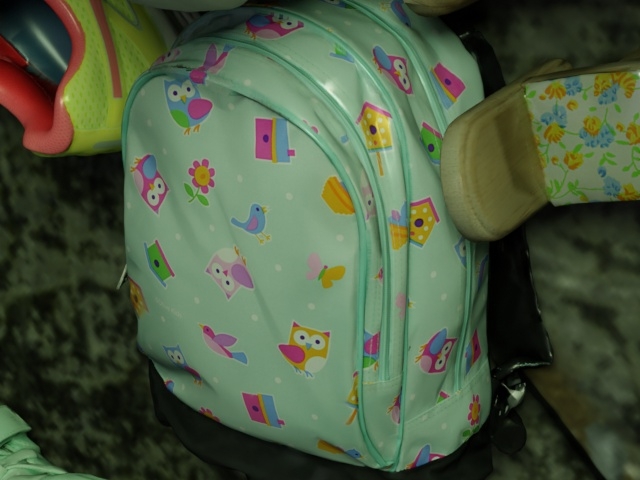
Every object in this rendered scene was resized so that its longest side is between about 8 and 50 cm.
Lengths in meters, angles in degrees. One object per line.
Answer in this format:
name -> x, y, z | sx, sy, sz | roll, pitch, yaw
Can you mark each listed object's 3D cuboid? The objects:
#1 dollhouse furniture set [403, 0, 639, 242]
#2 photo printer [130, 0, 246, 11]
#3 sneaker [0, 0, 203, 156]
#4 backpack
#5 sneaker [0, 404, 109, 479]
dollhouse furniture set -> 0.108, -0.109, 0.448 | 0.212, 0.161, 0.242 | -6, 106, 34
photo printer -> -0.089, -0.208, 0.472 | 0.107, 0.256, 0.307 | -28, 91, 9
sneaker -> -0.131, -0.113, 0.642 | 0.208, 0.094, 0.081 | 46, 128, 10
backpack -> 0.000, 0.000, 0.590 | 0.152, 0.115, 0.182 | 16, 122, 24
sneaker -> -0.140, 0.094, 0.733 | 0.151, 0.094, 0.256 | -26, 104, 43
